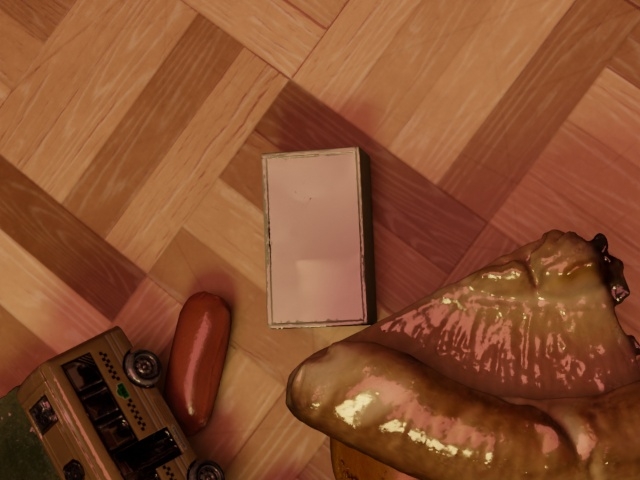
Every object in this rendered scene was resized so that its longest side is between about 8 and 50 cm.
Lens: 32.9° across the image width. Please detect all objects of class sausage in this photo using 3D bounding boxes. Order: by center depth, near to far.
[{"bbox_3d":[-0.165,0.164,1.432,0.077,0.077,0.194,11,88,14],"label":"sausage"}]

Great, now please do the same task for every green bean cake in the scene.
[{"bbox_3d":[-0.398,0.305,1.462,0.185,0.094,0.183,-36,79,8],"label":"green bean cake"}]

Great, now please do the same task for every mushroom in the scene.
[{"bbox_3d":[0.174,0.188,1.217,0.397,0.224,0.314,-20,73,-8],"label":"mushroom"}]

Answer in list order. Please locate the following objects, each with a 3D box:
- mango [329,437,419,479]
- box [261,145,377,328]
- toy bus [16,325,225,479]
[{"bbox_3d":[0.102,0.279,1.336,0.155,0.151,0.249,-12,70,-24],"label":"mango"},{"bbox_3d":[0.000,0.000,1.402,0.129,0.086,0.225,-3,84,12],"label":"box"},{"bbox_3d":[-0.251,0.268,1.361,0.139,0.157,0.290,-39,78,47],"label":"toy bus"}]
